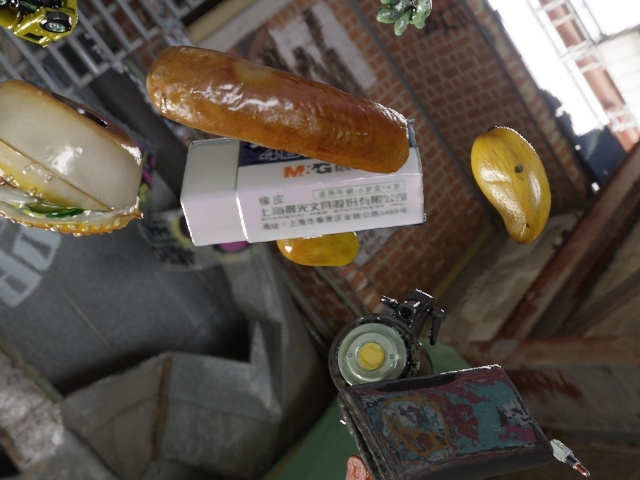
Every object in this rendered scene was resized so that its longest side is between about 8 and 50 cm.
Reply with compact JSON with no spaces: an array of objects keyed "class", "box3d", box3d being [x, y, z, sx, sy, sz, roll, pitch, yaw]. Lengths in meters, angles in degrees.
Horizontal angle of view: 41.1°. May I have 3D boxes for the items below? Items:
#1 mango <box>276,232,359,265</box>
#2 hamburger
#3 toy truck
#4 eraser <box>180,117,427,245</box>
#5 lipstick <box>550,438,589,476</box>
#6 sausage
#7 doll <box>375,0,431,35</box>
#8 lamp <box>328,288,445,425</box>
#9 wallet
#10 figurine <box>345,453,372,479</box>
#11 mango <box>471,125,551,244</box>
[{"class":"mango","box3d":[0.000,-0.003,1.504,0.111,0.163,0.089,129,-40,-52]},{"class":"hamburger","box3d":[-0.310,-0.093,0.982,0.147,0.237,0.237,-60,-165,5]},{"class":"toy truck","box3d":[-0.218,-0.177,0.620,0.054,0.049,0.083,-15,162,33]},{"class":"eraser","box3d":[-0.019,-0.073,1.052,0.287,0.086,0.130,-5,-137,4]},{"class":"lipstick","box3d":[0.503,0.442,1.720,0.107,0.025,0.025,41,-69,56]},{"class":"sausage","box3d":[-0.024,-0.123,0.849,0.103,0.302,0.076,16,-86,53]},{"class":"doll","box3d":[0.175,-0.479,1.750,0.150,0.115,0.077,-18,-156,-40]},{"class":"lamp","box3d":[0.131,0.290,1.895,0.272,0.205,0.374,3,109,-66]},{"class":"wallet","box3d":[0.238,0.346,1.584,0.062,0.406,0.228,-59,-134,35]},{"class":"figurine","box3d":[0.148,0.620,2.203,0.173,0.173,0.173,-33,-164,11]},{"class":"mango","box3d":[0.417,-0.124,1.838,0.109,0.262,0.157,-26,-177,-38]}]
